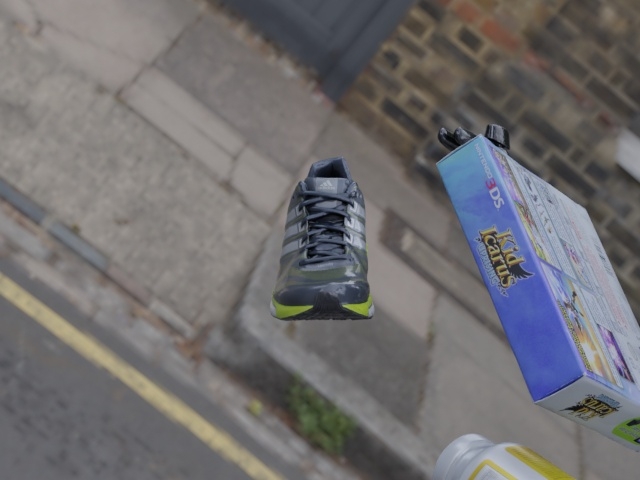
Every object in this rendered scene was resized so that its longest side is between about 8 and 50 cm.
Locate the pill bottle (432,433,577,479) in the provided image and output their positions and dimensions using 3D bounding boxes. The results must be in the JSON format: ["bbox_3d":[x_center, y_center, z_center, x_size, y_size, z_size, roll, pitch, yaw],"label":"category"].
[{"bbox_3d":[0.186,0.249,1.458,0.103,0.103,0.184,26,3,-38],"label":"pill bottle"}]

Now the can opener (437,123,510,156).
[{"bbox_3d":[0.217,-0.134,2.270,0.186,0.059,0.073,10,71,-56],"label":"can opener"}]

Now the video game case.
[{"bbox_3d":[0.233,0.056,1.537,0.244,0.061,0.269,29,35,-53],"label":"video game case"}]

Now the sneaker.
[{"bbox_3d":[0.000,0.000,1.659,0.111,0.121,0.300,-2,20,-2],"label":"sneaker"}]
